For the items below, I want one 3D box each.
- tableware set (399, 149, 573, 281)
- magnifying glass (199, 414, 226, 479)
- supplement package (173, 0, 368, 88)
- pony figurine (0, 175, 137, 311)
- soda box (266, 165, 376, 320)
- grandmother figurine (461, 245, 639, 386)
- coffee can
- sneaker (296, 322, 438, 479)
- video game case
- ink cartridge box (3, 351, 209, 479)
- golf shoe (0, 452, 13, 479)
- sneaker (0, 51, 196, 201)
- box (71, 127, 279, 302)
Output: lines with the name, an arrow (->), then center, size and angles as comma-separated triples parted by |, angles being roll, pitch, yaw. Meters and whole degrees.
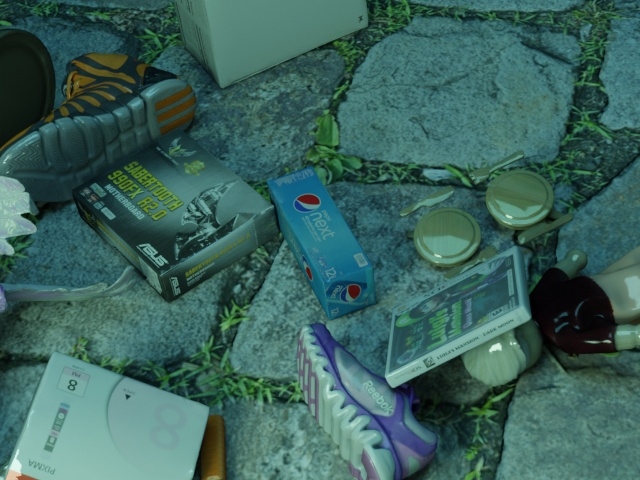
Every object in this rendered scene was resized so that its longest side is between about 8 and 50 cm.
tableware set -> 0.209, -0.024, 1.676 | 0.194, 0.039, 0.128 | -27, 58, -9
magnifying glass -> -0.117, 0.288, 1.429 | 0.092, 0.026, 0.231 | -8, 46, 2
supplement package -> -0.081, -0.390, 1.976 | 0.262, 0.204, 0.145 | -26, 47, -16
pony figurine -> -0.449, 0.065, 1.569 | 0.351, 0.303, 0.363 | 4, 61, 25
soda box -> 0.000, 0.000, 1.662 | 0.067, 0.071, 0.210 | -19, 45, -10
grandmother figurine -> 0.323, 0.078, 1.517 | 0.342, 0.104, 0.208 | -21, 18, -8
coffee can -> -0.557, -0.230, 1.899 | 0.275, 0.201, 0.201 | 15, 50, 23
sneaker -> 0.053, 0.181, 1.465 | 0.105, 0.095, 0.236 | -19, 50, -19
video game case -> 0.155, 0.083, 1.487 | 0.173, 0.022, 0.190 | -29, 15, 15
ink cartridge box -> -0.235, 0.251, 1.394 | 0.189, 0.066, 0.232 | 22, 45, -11
golf shoe -> -0.288, 0.266, 1.436 | 0.198, 0.077, 0.094 | -34, 55, -29
sneaker -> -0.351, -0.168, 1.876 | 0.321, 0.124, 0.180 | -27, 42, -31
box -> -0.195, -0.038, 1.746 | 0.183, 0.056, 0.231 | -33, 49, -21
